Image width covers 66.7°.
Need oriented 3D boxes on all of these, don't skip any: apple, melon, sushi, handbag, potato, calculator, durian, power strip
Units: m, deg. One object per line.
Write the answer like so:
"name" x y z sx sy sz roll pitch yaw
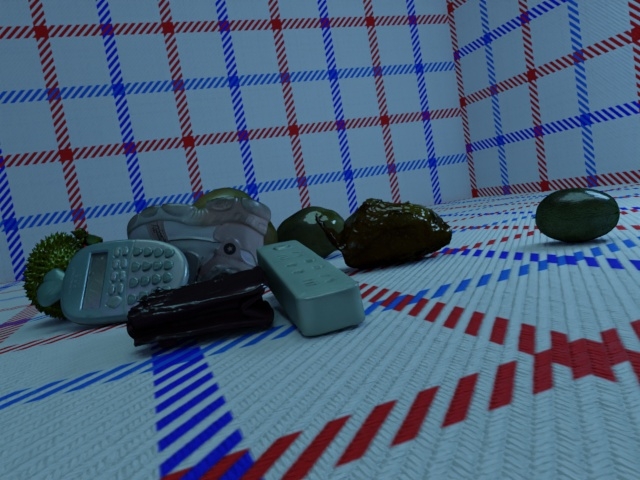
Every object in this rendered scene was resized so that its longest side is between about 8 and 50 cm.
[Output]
"apple" -0.253 -0.011 1.325 0.234 0.257 0.257 -39 5 0
"melon" 0.525 -0.053 1.012 0.167 0.114 0.114 -1 9 44
"sushi" 0.151 -0.016 1.127 0.296 0.167 0.179 -17 24 7
"handbag" -0.183 0.105 0.764 0.216 0.074 0.203 -12 5 -11
"potato" -0.033 -0.020 1.451 0.235 0.160 0.177 -5 -7 41
"calculator" -0.411 0.081 0.972 0.295 0.184 0.042 -6 -32 -1
"durian" -0.574 0.077 1.070 0.146 0.198 0.159 2 13 12
"power strip" -0.037 0.058 0.802 0.091 0.062 0.385 -13 14 -15

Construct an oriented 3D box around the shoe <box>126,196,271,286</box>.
"shoe" -0.281 0.021 1.097 0.350 0.198 0.172 -9 -15 19
